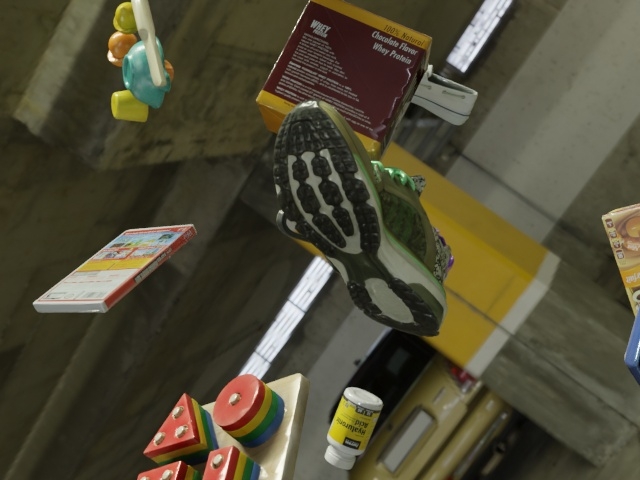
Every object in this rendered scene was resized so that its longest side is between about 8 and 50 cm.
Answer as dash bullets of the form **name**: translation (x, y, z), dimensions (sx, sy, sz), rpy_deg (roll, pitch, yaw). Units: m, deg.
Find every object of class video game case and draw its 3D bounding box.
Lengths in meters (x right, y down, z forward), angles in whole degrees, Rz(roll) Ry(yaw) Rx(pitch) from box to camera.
- **video game case**: translation (-0.404, 0.053, 1.579), dimensions (0.285, 0.204, 0.025), rpy_deg (-48, -55, -46)

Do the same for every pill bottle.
- **pill bottle**: translation (0.049, 0.296, 1.248), dimensions (0.065, 0.065, 0.116), rpy_deg (-6, -62, -75)

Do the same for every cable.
- **cable**: translation (0.000, 0.000, 1.977), dimensions (0.072, 0.287, 0.139), rpy_deg (28, 103, 58)

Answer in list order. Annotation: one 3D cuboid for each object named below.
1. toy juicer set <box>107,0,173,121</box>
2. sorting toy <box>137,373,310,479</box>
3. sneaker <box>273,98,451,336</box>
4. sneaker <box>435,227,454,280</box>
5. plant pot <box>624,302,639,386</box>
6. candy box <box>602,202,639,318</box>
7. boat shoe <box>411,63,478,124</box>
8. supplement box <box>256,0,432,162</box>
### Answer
- **toy juicer set**: translation (-0.324, -0.352, 1.491), dimensions (0.090, 0.209, 0.329), rpy_deg (-6, -1, -26)
- **sorting toy**: translation (-0.159, 0.315, 1.150), dimensions (0.257, 0.089, 0.255), rpy_deg (-24, 35, 30)
- **sneaker**: translation (0.076, -0.050, 1.121), dimensions (0.410, 0.158, 0.182), rpy_deg (58, -133, -35)
- **sneaker**: translation (0.227, -0.009, 1.814), dimensions (0.095, 0.236, 0.104), rpy_deg (-35, -3, -20)
- **plant pot**: translation (0.742, 0.217, 1.562), dimensions (0.212, 0.236, 0.236), rpy_deg (-2, 51, 45)
- **candy box**: translation (0.788, 0.064, 1.810), dimensions (0.183, 0.316, 0.088), rpy_deg (-18, 0, 45)
- **boat shoe**: translation (0.188, -0.300, 1.493), dimensions (0.083, 0.226, 0.075), rpy_deg (-78, 13, -55)
- **supplement box**: translation (0.038, -0.233, 1.196), dimensions (0.194, 0.191, 0.129), rpy_deg (-64, -8, -8)
